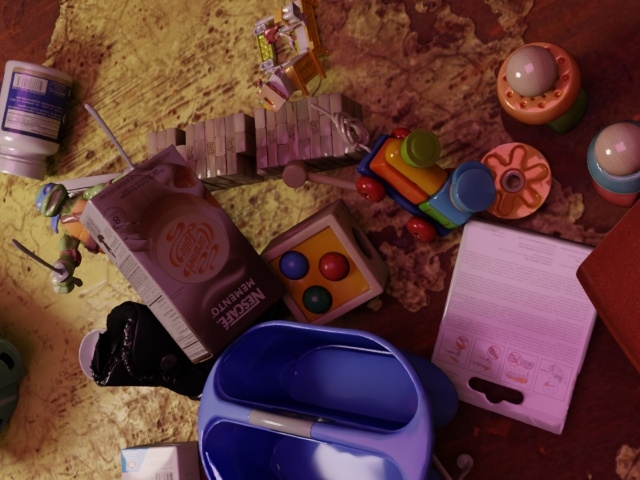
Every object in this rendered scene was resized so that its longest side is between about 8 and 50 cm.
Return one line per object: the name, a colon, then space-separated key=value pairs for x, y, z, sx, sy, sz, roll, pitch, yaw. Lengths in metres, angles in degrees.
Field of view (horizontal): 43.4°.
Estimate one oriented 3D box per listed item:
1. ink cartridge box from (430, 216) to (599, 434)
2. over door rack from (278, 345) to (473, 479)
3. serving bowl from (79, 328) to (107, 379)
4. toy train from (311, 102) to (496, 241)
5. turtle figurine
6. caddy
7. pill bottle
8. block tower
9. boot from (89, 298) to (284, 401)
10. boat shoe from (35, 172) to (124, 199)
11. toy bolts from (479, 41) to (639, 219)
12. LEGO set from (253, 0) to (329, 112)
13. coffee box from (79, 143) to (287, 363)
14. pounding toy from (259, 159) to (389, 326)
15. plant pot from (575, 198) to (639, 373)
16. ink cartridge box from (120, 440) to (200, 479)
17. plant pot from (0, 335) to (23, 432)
ink cartridge box: x=0.252 y=0.102 z=1.033 sx=0.189 sy=0.066 sz=0.233 roll=16 pitch=100 yaw=25
over door rack: x=0.075 y=0.336 z=1.068 sx=0.240 sy=0.108 sz=0.324 roll=-51 pitch=53 yaw=12
serving bowl: x=-0.351 y=0.185 z=1.309 sx=0.083 sy=0.027 sz=0.084 roll=-2 pitch=85 yaw=24
toy train: x=0.099 y=-0.108 z=1.012 sx=0.248 sy=0.143 sz=0.105 roll=38 pitch=76 yaw=-8
turtle figurine: x=-0.291 y=-0.002 z=1.158 sx=0.274 sy=0.266 sz=0.198 roll=-36 pitch=29 yaw=57
caddy: x=0.000 y=0.227 z=0.975 sx=0.341 sy=0.179 sz=0.242 roll=2 pitch=76 yaw=37
pill bottle: x=-0.493 y=-0.201 z=1.365 sx=0.111 sy=0.112 sz=0.187 roll=13 pitch=91 yaw=25
block tower: x=-0.091 y=-0.138 z=1.187 sx=0.335 sy=0.091 sz=0.097 roll=-6 pitch=83 yaw=23
boot: x=-0.186 y=0.121 z=1.135 sx=0.247 sy=0.207 sz=0.094 roll=-53 pitch=48 yaw=12
boat shoe: x=-0.374 y=-0.063 z=1.316 sx=0.219 sy=0.077 sz=0.070 roll=-8 pitch=81 yaw=22
toy bolts: x=0.291 y=-0.111 z=0.972 sx=0.228 sy=0.158 sz=0.218 roll=31 pitch=98 yaw=24
LEGO set: x=-0.066 y=-0.270 z=1.166 sx=0.107 sy=0.132 sz=0.287 roll=-17 pitch=56 yaw=27
coffee box: x=-0.179 y=0.020 z=1.054 sx=0.141 sy=0.098 sz=0.247 roll=-40 pitch=94 yaw=-28
pounding toy: x=0.004 y=-0.009 z=1.084 sx=0.181 sy=0.094 sz=0.206 roll=-31 pitch=101 yaw=19
plant pot: x=0.434 y=0.057 z=0.848 sx=0.267 sy=0.267 sz=0.236 roll=-51 pitch=57 yaw=12
ink cartridge box: x=-0.238 y=0.401 z=1.217 sx=0.104 sy=0.061 sz=0.182 roll=-9 pitch=81 yaw=23
plant pot: x=-0.702 y=0.210 z=1.321 sx=0.334 sy=0.341 sz=0.341 roll=22 pitch=94 yaw=17
